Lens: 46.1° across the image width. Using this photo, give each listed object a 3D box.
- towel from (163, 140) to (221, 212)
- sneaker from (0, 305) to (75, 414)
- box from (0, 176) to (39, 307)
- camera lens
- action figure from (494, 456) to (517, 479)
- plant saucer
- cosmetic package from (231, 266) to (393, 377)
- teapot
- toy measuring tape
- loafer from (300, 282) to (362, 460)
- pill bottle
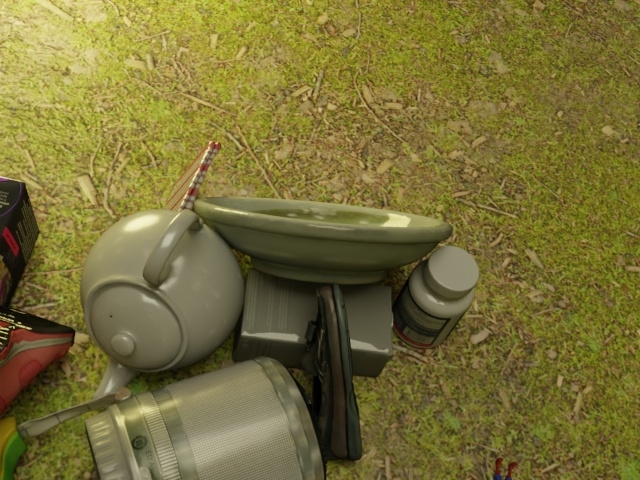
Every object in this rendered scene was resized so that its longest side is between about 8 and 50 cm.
[{"bbox_3d":[-0.227,-0.061,1.240,0.029,0.144,0.197,30,53,-18],"label":"towel"},{"bbox_3d":[-0.435,0.170,0.989,0.116,0.314,0.136,17,93,6],"label":"sneaker"},{"bbox_3d":[-0.542,0.041,1.094,0.165,0.143,0.270,12,56,-3],"label":"box"},{"bbox_3d":[-0.144,0.285,0.975,0.274,0.219,0.219,-14,61,-21],"label":"camera lens"},{"bbox_3d":[0.273,0.384,1.124,0.038,0.030,0.115,20,57,-5],"label":"action figure"},{"bbox_3d":[0.000,0.000,1.172,0.400,0.400,0.101,5,97,-9],"label":"plant saucer"},{"bbox_3d":[-0.010,0.131,1.184,0.238,0.107,0.127,11,55,-9],"label":"cosmetic package"},{"bbox_3d":[-0.236,0.088,1.051,0.252,0.256,0.187,-11,24,21],"label":"teapot"},{"bbox_3d":[-0.395,0.291,0.970,0.330,0.121,0.121,-16,62,-16],"label":"toy measuring tape"},{"bbox_3d":[0.007,0.196,1.077,0.084,0.096,0.268,-7,102,1],"label":"loafer"},{"bbox_3d":[0.185,0.089,1.206,0.108,0.180,0.108,6,56,-9],"label":"pill bottle"}]
